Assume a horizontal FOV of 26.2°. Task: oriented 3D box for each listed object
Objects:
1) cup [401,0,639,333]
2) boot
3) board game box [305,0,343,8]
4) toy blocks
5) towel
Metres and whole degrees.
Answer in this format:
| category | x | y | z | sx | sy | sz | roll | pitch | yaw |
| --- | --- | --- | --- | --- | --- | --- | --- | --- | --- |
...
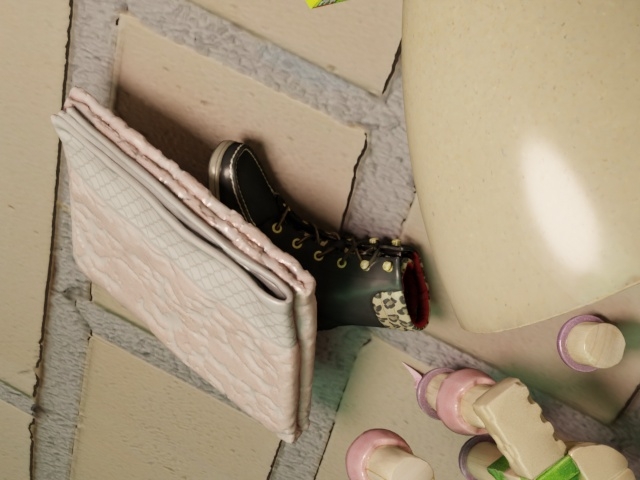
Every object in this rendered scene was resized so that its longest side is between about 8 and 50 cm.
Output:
| category | x | y | z | sx | sy | sz | roll | pitch | yaw |
| --- | --- | --- | --- | --- | --- | --- | --- | --- | --- |
| cup | 0.188 | -0.119 | 0.961 | 0.331 | 0.331 | 0.237 | -24 | 97 | 44 |
| boot | 0.001 | 0.000 | 1.346 | 0.178 | 0.085 | 0.236 | 0 | 128 | 28 |
| board game box | 0.070 | -0.227 | 1.008 | 0.092 | 0.181 | 0.043 | -41 | 74 | 48 |
| toy blocks | 0.212 | 0.234 | 1.362 | 0.289 | 0.309 | 0.260 | 56 | 169 | -6 |
| towel | -0.139 | 0.037 | 1.395 | 0.332 | 0.053 | 0.317 | 39 | 154 | 19 |
